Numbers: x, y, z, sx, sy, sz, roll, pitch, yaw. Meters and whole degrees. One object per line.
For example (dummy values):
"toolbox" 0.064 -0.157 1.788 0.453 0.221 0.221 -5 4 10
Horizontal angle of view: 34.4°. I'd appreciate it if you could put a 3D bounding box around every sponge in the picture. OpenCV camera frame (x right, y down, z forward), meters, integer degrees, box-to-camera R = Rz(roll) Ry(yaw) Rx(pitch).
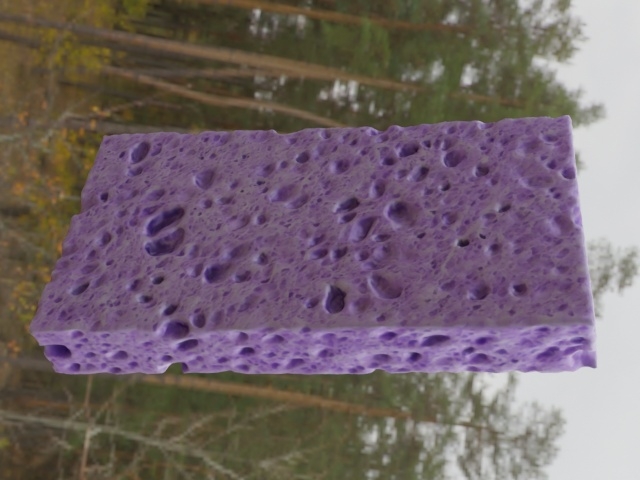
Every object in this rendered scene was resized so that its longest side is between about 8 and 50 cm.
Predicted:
"sponge" 0.000 0.000 0.416 0.117 0.210 0.031 -80 163 -44
